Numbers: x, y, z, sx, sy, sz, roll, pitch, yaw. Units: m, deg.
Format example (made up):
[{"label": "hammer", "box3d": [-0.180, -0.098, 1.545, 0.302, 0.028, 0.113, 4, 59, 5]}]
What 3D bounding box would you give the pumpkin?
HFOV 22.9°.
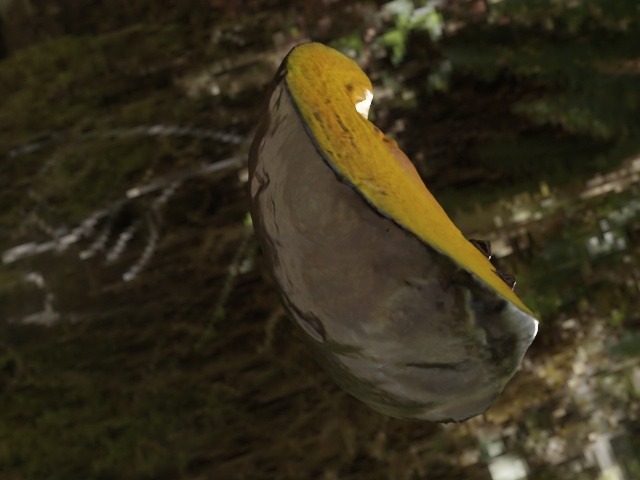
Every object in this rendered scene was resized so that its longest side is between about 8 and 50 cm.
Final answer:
[{"label": "pumpkin", "box3d": [0.000, 0.000, 1.122, 0.148, 0.169, 0.312, 21, 29, -40]}]
